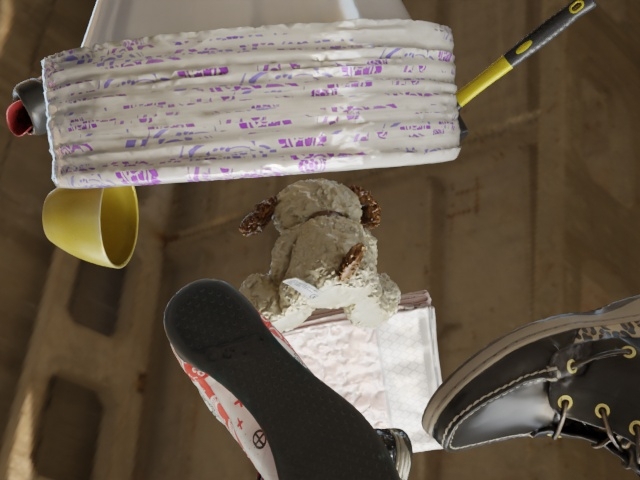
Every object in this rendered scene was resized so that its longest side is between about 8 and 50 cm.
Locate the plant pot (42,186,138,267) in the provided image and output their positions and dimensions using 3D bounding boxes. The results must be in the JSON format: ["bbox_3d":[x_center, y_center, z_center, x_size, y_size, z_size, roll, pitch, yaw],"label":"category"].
[{"bbox_3d":[-0.309,-0.031,1.382,0.095,0.134,0.134,0,-119,11],"label":"plant pot"}]

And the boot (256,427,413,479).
[{"bbox_3d":[-0.001,0.326,1.252,0.085,0.178,0.237,24,-82,63],"label":"boot"}]

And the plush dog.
[{"bbox_3d":[0.000,0.000,1.604,0.211,0.262,0.225,109,-29,-49],"label":"plush dog"}]

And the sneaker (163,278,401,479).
[{"bbox_3d":[-0.020,0.153,0.840,0.090,0.145,0.270,-38,-105,-9],"label":"sneaker"}]

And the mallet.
[{"bbox_3d":[0.155,-0.162,0.931,0.189,0.039,0.062,-44,-104,13],"label":"mallet"}]

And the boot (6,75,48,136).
[{"bbox_3d":[-0.301,-0.182,1.295,0.176,0.088,0.244,-32,-177,-6],"label":"boot"}]

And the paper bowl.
[{"bbox_3d":[-0.049,-0.116,0.729,0.284,0.284,0.148,2,-82,48],"label":"paper bowl"}]

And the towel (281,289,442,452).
[{"bbox_3d":[0.053,0.257,1.792,0.316,0.332,0.053,-11,-150,-1],"label":"towel"}]

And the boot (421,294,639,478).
[{"bbox_3d":[0.330,0.218,1.134,0.138,0.377,0.284,100,-32,-46],"label":"boot"}]
